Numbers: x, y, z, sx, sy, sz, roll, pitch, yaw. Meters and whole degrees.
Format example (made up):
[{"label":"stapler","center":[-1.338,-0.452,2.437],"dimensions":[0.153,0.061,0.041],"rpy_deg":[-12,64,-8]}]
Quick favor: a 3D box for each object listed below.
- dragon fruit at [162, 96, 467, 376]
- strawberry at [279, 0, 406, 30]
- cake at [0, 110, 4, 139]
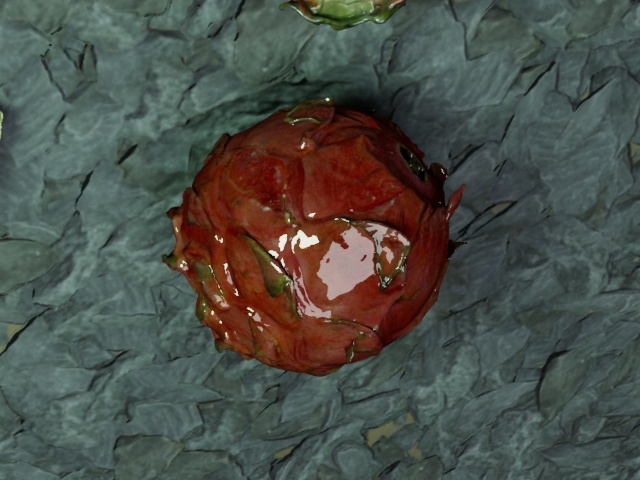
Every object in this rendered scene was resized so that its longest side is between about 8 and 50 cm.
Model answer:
[{"label":"dragon fruit","center":[-0.009,0.000,1.318],"dimensions":[0.241,0.241,0.252],"rpy_deg":[28,98,-34]},{"label":"strawberry","center":[0.021,-0.259,1.216],"dimensions":[0.147,0.082,0.187],"rpy_deg":[-2,121,-24]},{"label":"cake","center":[-0.343,-0.049,1.287],"dimensions":[0.080,0.116,0.184],"rpy_deg":[21,87,-36]}]
